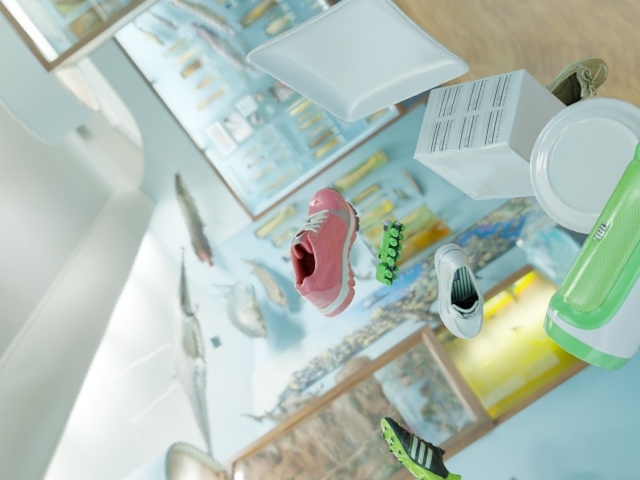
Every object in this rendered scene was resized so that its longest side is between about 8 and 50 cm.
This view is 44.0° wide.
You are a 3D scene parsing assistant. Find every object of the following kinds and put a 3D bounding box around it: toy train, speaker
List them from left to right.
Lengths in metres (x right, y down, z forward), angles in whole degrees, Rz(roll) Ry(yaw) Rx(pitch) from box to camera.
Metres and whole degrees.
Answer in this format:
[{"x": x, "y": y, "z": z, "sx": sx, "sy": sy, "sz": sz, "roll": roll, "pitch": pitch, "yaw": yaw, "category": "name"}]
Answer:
[{"x": 0.070, "y": 0.012, "z": 0.812, "sx": 0.024, "sy": 0.017, "sz": 0.083, "roll": 30, "pitch": 135, "yaw": 29, "category": "toy train"}, {"x": 0.393, "y": 0.008, "z": 0.978, "sx": 0.131, "sy": 0.296, "sz": 0.131, "roll": 22, "pitch": -163, "yaw": -7, "category": "speaker"}]

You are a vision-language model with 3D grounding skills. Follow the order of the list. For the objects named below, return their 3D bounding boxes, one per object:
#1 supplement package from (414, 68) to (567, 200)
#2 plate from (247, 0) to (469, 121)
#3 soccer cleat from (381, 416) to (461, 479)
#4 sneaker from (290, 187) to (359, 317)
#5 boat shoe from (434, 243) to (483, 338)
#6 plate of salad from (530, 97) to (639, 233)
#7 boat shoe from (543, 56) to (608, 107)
[{"x": 0.317, "y": -0.180, "z": 1.415, "sx": 0.194, "sy": 0.149, "sz": 0.203, "roll": 27, "pitch": 161, "yaw": -38, "category": "supplement package"}, {"x": 0.066, "y": -0.314, "z": 1.344, "sx": 0.278, "sy": 0.277, "sz": 0.045, "roll": 25, "pitch": -123, "yaw": -43, "category": "plate"}, {"x": 0.180, "y": 0.386, "z": 1.440, "sx": 0.179, "sy": 0.072, "sz": 0.060, "roll": 48, "pitch": 151, "yaw": 29, "category": "soccer cleat"}, {"x": 0.000, "y": 0.000, "z": 1.663, "sx": 0.136, "sy": 0.116, "sz": 0.313, "roll": 32, "pitch": -137, "yaw": -39, "category": "sneaker"}, {"x": 0.259, "y": 0.113, "z": 1.470, "sx": 0.075, "sy": 0.083, "sz": 0.226, "roll": -111, "pitch": -3, "yaw": -56, "category": "boat shoe"}, {"x": 0.407, "y": -0.109, "z": 1.166, "sx": 0.048, "sy": 0.200, "sz": 0.199, "roll": -2, "pitch": -128, "yaw": -54, "category": "plate of salad"}, {"x": 0.649, "y": -0.388, "z": 2.075, "sx": 0.104, "sy": 0.285, "sz": 0.089, "roll": 61, "pitch": 170, "yaw": -21, "category": "boat shoe"}]
